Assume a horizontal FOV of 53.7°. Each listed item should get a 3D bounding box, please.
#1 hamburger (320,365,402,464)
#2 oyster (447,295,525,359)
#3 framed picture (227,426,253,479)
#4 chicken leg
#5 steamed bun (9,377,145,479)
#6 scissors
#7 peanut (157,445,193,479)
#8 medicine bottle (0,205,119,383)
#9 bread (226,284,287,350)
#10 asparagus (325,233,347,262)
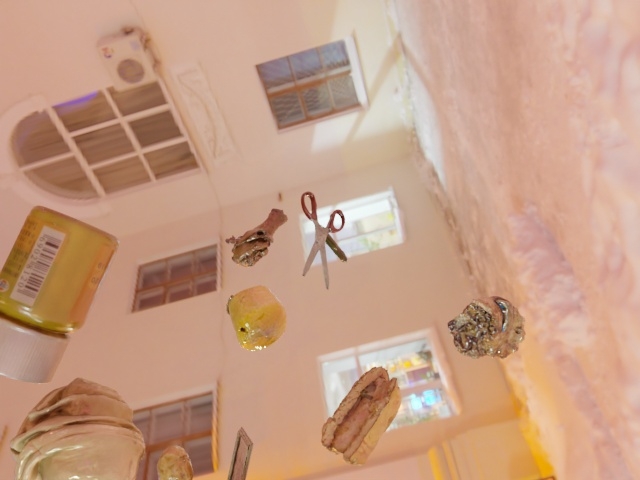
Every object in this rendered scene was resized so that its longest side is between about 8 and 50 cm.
[{"bbox_3d":[0.113,0.450,1.616,0.124,0.262,0.131,19,148,38],"label":"hamburger"},{"bbox_3d":[0.449,0.242,1.662,0.083,0.222,0.214,-90,21,-49],"label":"oyster"},{"bbox_3d":[-0.245,0.679,1.873,0.274,0.017,0.217,149,134,-74],"label":"framed picture"},{"bbox_3d":[-0.161,-0.014,1.681,0.125,0.196,0.080,29,156,55],"label":"chicken leg"},{"bbox_3d":[-0.531,0.430,1.387,0.289,0.275,0.203,-137,44,-63],"label":"steamed bun"},{"bbox_3d":[0.000,0.000,1.564,0.144,0.017,0.248,29,-132,-29],"label":"scissors"},{"bbox_3d":[-0.414,0.699,1.794,0.103,0.098,0.230,4,93,64],"label":"peanut"},{"bbox_3d":[-0.658,0.129,1.516,0.224,0.224,0.385,58,-128,-75],"label":"medicine bottle"},{"bbox_3d":[-0.212,0.258,2.117,0.170,0.197,0.197,50,168,39],"label":"bread"},{"bbox_3d":[0.036,0.019,1.691,0.108,0.025,0.021,50,-159,8],"label":"asparagus"}]
